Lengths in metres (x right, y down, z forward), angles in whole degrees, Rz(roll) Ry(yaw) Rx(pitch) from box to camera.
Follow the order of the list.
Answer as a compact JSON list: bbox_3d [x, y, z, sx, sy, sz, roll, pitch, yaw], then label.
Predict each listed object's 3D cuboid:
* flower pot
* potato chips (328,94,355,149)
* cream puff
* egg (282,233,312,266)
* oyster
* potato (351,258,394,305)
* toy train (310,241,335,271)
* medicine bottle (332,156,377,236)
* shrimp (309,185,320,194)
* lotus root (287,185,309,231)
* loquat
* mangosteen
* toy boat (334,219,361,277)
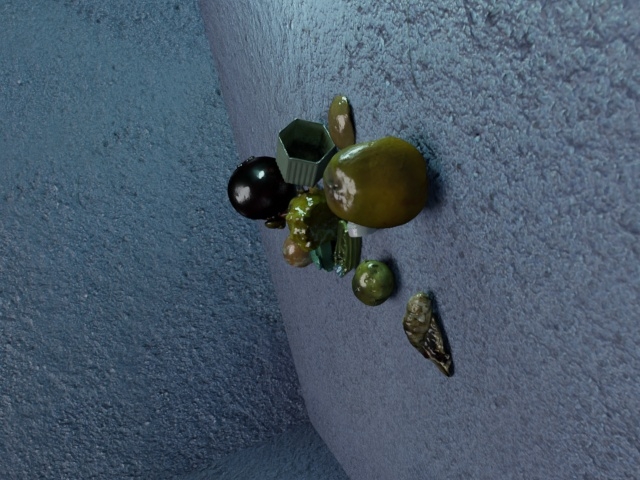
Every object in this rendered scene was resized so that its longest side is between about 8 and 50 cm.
[{"bbox_3d":[-0.065,-0.360,1.907,0.189,0.209,0.239,107,141,-62],"label":"flower pot"},{"bbox_3d":[0.065,-0.429,1.695,0.208,0.062,0.195,102,149,-61],"label":"potato chips"},{"bbox_3d":[-0.030,-0.093,1.952,0.185,0.282,0.281,29,135,45],"label":"cream puff"},{"bbox_3d":[-0.106,0.042,2.434,0.233,0.195,0.194,93,154,-53],"label":"egg"},{"bbox_3d":[0.346,0.315,1.483,0.294,0.094,0.166,64,153,8],"label":"oyster"},{"bbox_3d":[0.189,0.161,1.714,0.248,0.144,0.169,118,144,-67],"label":"potato"},{"bbox_3d":[0.000,0.000,2.185,0.194,0.120,0.298,-128,24,-60],"label":"toy train"},{"bbox_3d":[0.126,-0.167,1.666,0.161,0.111,0.296,-156,50,-67],"label":"medicine bottle"},{"bbox_3d":[-0.001,-0.191,2.157,0.132,0.052,0.187,60,178,-36],"label":"shrimp"},{"bbox_3d":[-0.090,-0.148,2.285,0.154,0.154,0.277,-153,61,-67],"label":"lotus root"},{"bbox_3d":[0.158,-0.155,1.299,0.276,0.284,0.275,169,90,-71],"label":"loquat"},{"bbox_3d":[-0.302,-0.247,2.520,0.435,0.382,0.382,59,164,-9],"label":"mangosteen"},{"bbox_3d":[0.114,0.035,1.942,0.111,0.084,0.276,-120,25,-43],"label":"toy boat"}]
